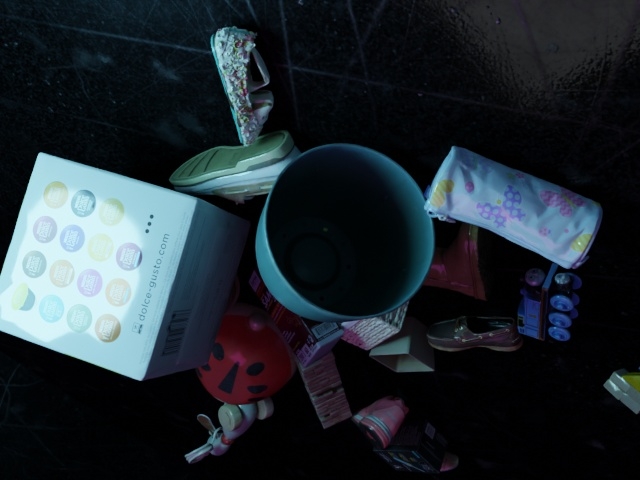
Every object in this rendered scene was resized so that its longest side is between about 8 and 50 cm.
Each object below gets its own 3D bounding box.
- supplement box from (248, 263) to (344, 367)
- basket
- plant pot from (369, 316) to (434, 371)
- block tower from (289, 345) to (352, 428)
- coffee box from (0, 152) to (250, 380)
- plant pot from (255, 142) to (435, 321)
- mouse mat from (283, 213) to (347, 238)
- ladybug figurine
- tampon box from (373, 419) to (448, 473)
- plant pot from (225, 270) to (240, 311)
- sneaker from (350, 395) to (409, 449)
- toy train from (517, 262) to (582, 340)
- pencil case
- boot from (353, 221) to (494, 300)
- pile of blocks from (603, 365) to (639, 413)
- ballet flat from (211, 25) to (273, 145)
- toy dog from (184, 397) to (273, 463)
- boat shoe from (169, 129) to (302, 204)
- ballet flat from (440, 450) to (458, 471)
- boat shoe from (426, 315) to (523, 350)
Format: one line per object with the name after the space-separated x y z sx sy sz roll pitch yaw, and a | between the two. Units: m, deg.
-0.058 0.146 1.602 0.239 0.073 0.130 55 149 16 | supplement box
0.108 0.155 1.578 0.103 0.113 0.167 29 147 -13 | basket
0.190 0.230 1.624 0.109 0.096 0.109 -10 146 42 | plant pot
0.003 0.371 1.917 0.097 0.091 0.336 -23 138 -9 | block tower
-0.381 0.054 1.447 0.334 0.338 0.338 17 179 12 | coffee box
0.019 0.010 1.269 0.293 0.293 0.235 31 159 -8 | plant pot
0.000 0.000 1.480 0.152 0.007 0.190 3 147 1 | mouse mat
-0.219 0.319 1.956 0.305 0.162 0.449 24 146 2 | ladybug figurine
0.257 0.582 2.059 0.161 0.101 0.120 -14 129 44 | tampon box
-0.308 0.134 1.722 0.237 0.110 0.237 -4 131 -5 | plant pot
0.175 0.487 1.980 0.116 0.136 0.314 48 169 4 | sneaker
0.424 0.118 1.356 0.105 0.080 0.184 15 145 26 | toy train
0.305 -0.053 1.161 0.273 0.124 0.113 21 146 5 | pencil case
0.184 0.023 1.373 0.269 0.089 0.236 11 143 23 | boot
0.721 0.254 1.348 0.112 0.149 0.362 -4 179 -40 | pile of blocks
-0.119 -0.249 1.211 0.077 0.091 0.241 -6 144 5 | ballet flat
-0.301 0.559 2.325 0.333 0.161 0.220 -40 155 24 | toy dog
-0.160 -0.119 1.378 0.302 0.113 0.103 -7 129 37 | boat shoe
0.306 0.635 2.133 0.206 0.073 0.067 -14 115 39 | ballet flat
0.317 0.186 1.524 0.206 0.073 0.073 -6 134 27 | boat shoe
